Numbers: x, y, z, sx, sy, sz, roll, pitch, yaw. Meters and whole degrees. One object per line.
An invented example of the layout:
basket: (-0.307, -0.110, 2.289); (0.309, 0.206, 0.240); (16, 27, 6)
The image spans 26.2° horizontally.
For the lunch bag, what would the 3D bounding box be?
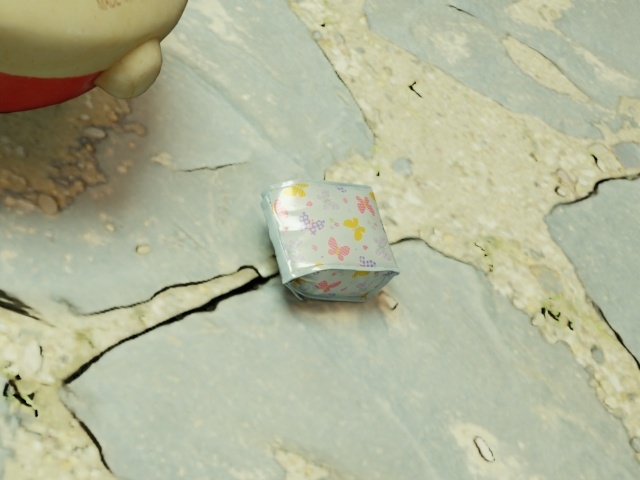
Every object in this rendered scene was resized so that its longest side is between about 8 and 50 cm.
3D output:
lunch bag: (0.000, 0.000, 0.894); (0.083, 0.053, 0.071); (5, 57, -41)

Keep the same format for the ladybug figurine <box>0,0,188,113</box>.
ladybug figurine: (-0.266, -0.230, 0.809); (0.449, 0.162, 0.305); (47, 36, 11)
